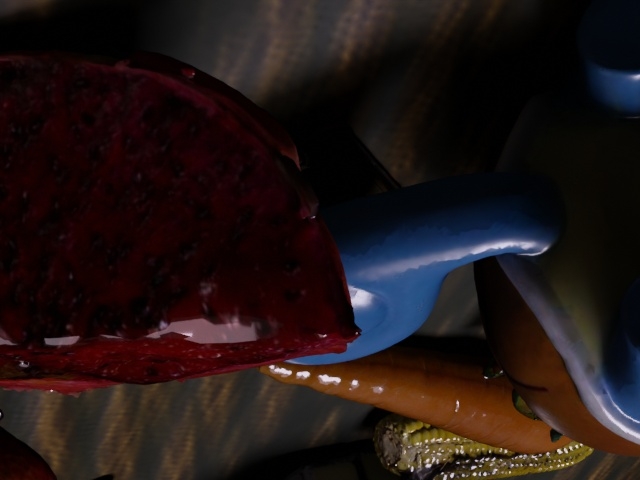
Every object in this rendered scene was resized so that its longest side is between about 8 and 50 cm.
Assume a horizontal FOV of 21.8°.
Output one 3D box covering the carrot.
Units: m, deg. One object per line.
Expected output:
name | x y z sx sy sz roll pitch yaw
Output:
carrot | 0.083 0.103 1.177 0.336 0.069 0.069 16 136 -39

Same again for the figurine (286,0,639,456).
figurine | 0.174 0.030 0.878 0.416 0.298 0.243 13 140 -34

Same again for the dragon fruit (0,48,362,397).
dragon fruit | -0.128 0.004 0.757 0.262 0.134 0.211 0 162 -10

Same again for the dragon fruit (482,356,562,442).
dragon fruit | 0.179 0.066 1.142 0.142 0.138 0.175 -4 180 14

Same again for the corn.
corn | 0.134 0.150 1.298 0.203 0.072 0.072 -3 148 -33

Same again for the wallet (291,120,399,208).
wallet | 0.000 0.000 0.941 0.110 0.031 0.198 -28 155 9

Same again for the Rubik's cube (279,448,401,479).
Rubik's cube | 0.045 0.315 1.314 0.264 0.319 0.319 -42 163 -24

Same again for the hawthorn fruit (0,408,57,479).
hawthorn fruit | -0.240 0.198 0.925 0.189 0.251 0.189 5 162 2
